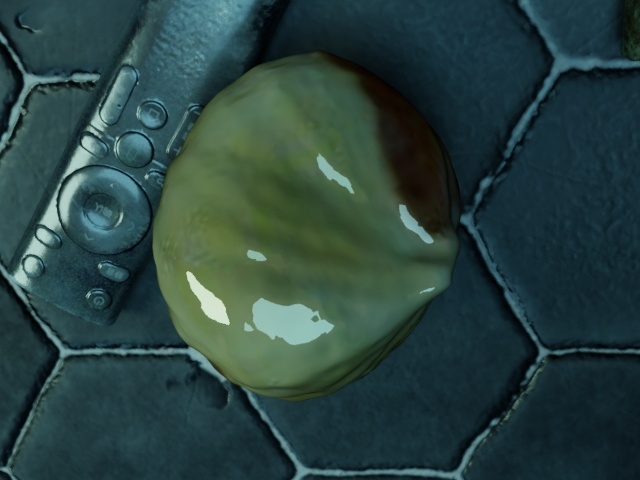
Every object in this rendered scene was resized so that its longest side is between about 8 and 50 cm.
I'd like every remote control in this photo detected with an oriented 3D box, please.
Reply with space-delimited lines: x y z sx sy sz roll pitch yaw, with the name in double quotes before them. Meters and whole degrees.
"remote control" -0.139 -0.098 0.923 0.107 0.044 0.377 31 112 -3

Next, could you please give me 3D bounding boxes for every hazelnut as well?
"hazelnut" 0.000 0.000 0.835 0.241 0.261 0.261 22 117 30

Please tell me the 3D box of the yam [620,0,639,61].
"yam" 0.252 -0.266 0.805 0.061 0.061 0.274 0 111 6
